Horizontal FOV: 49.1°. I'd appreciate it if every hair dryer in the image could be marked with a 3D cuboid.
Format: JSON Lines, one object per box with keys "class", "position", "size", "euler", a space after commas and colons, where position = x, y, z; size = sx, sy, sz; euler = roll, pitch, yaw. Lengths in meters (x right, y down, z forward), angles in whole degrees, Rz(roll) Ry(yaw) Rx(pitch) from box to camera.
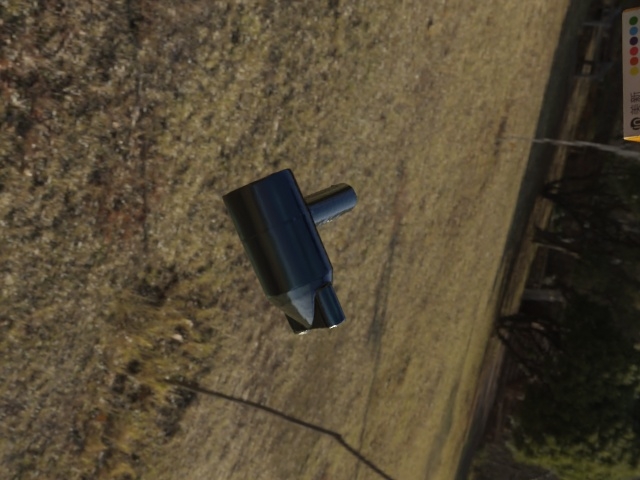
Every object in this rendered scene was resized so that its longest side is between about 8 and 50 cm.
{"class": "hair dryer", "position": [0.000, 0.000, 1.123], "size": [0.302, 0.116, 0.244], "euler": [-28, 96, -55]}

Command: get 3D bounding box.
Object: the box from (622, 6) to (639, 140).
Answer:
{"class": "box", "position": [0.615, -0.275, 1.212], "size": [0.274, 0.091, 0.221], "euler": [-5, 93, -45]}
